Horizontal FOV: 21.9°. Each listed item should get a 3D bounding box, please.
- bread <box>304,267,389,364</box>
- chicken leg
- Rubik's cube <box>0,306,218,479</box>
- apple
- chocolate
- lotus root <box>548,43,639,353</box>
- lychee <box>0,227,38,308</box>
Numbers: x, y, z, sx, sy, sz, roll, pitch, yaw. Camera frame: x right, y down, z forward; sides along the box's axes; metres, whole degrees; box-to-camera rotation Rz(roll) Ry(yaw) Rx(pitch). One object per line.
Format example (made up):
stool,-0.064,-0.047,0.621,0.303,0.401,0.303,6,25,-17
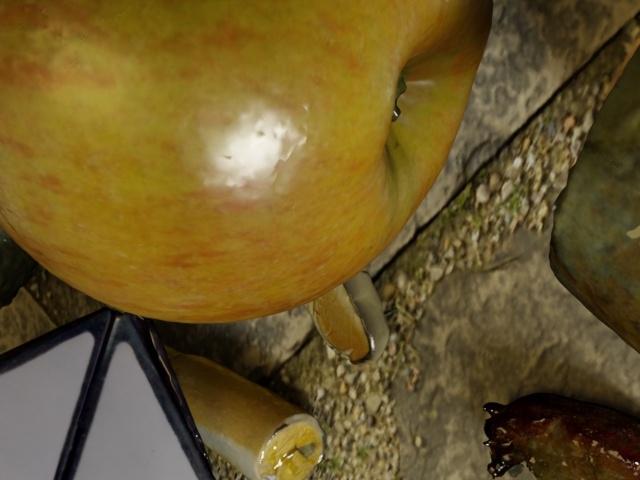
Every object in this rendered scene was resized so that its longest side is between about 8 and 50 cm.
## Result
bread,0.000,0.001,1.353,0.073,0.053,0.214,-25,92,47
chicken leg,0.226,0.184,1.228,0.253,0.051,0.106,32,131,28
Rubik's cube,-0.264,0.254,1.475,0.307,0.310,0.305,63,159,2
apple,-0.061,-0.137,1.122,0.334,0.400,0.400,7,112,31
chocolate,-0.094,0.143,1.483,0.219,0.086,0.085,30,125,39
lotus root,0.323,0.013,0.957,0.346,0.250,0.250,36,127,20
lychee,-0.380,-0.036,1.542,0.274,0.255,0.255,0,107,57
